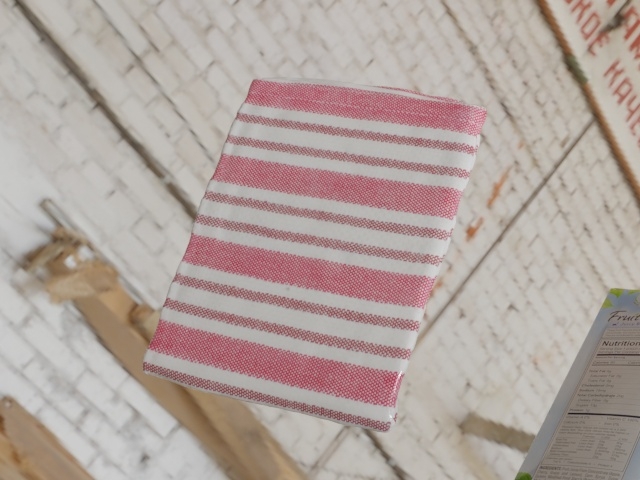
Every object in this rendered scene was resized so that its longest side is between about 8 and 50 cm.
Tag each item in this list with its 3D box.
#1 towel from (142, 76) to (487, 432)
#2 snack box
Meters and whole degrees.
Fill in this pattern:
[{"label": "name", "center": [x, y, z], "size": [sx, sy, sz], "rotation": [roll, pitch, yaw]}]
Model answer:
[{"label": "towel", "center": [0.000, 0.000, 0.573], "size": [0.144, 0.197, 0.029], "rotation": [11, -22, 22]}, {"label": "snack box", "center": [0.166, 0.152, 0.524], "size": [0.070, 0.207, 0.174], "rotation": [-4, -54, 39]}]
